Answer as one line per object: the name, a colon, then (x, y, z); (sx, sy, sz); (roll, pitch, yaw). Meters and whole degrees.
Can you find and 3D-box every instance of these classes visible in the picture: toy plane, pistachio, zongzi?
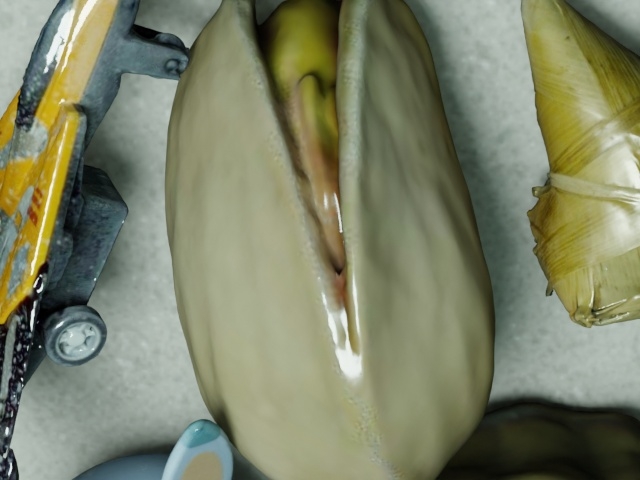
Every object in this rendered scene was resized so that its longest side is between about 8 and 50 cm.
toy plane: (-0.144, -0.027, 0.976); (0.103, 0.204, 0.316); (20, 110, -37)
pistachio: (0.000, 0.000, 0.965); (0.166, 0.197, 0.288); (-13, 87, 2)
zongzi: (0.205, -0.060, 0.992); (0.195, 0.099, 0.197); (-8, 102, 6)

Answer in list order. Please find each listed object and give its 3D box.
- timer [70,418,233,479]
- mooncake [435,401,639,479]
timer: (-0.092, 0.196, 1.017); (0.175, 0.255, 0.175); (1, 81, -8)
mooncake: (0.131, 0.240, 1.066); (0.290, 0.161, 0.290); (1, 112, 3)
